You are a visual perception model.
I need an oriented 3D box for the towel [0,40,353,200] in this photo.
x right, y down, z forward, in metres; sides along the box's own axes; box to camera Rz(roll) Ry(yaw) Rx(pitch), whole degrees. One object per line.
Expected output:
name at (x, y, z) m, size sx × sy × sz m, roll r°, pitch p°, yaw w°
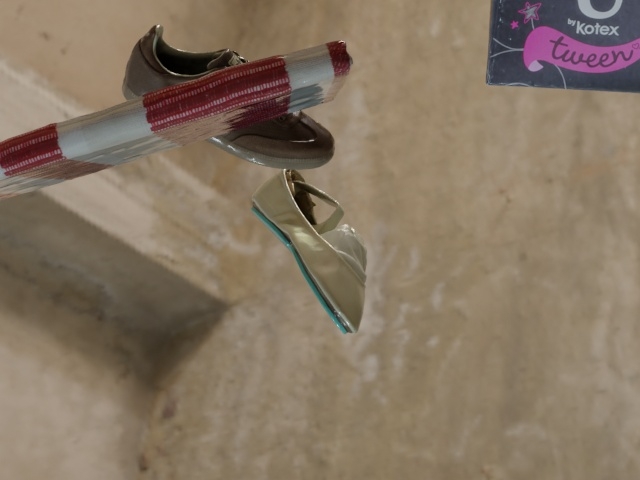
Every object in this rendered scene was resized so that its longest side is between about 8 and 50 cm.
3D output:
towel at (-0.146, -0.065, 0.829) m, size 0.237 × 0.329 × 0.037 m, roll -125°, pitch 19°, yaw -86°

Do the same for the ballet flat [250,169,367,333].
ballet flat at (0.000, 0.000, 1.387) m, size 0.086 × 0.086 × 0.248 m, roll 36°, pitch -170°, yaw -42°

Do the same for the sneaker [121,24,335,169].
sneaker at (-0.071, -0.118, 1.100) m, size 0.188 × 0.071 × 0.066 m, roll 19°, pitch -145°, yaw -5°

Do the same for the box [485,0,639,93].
box at (0.246, -0.192, 0.931) m, size 0.142 × 0.247 × 0.163 m, roll -65°, pitch -22°, yaw -65°
